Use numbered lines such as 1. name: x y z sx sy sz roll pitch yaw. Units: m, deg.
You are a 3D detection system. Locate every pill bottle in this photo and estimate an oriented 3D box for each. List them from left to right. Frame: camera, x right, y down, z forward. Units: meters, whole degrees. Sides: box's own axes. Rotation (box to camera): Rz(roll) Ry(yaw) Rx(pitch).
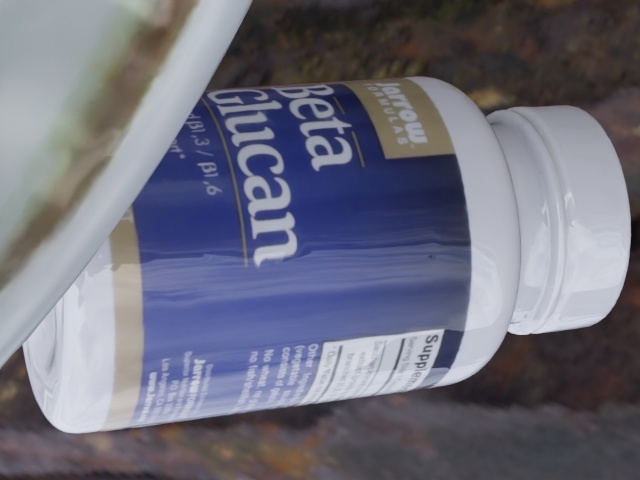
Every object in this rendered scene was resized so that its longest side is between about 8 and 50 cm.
1. pill bottle: 0.000 0.000 0.497 0.169 0.094 0.094 -6 167 -20

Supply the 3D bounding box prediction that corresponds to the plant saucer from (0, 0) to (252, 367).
1. plant saucer: -0.133 -0.099 0.227 0.100 0.400 0.400 29 162 26
